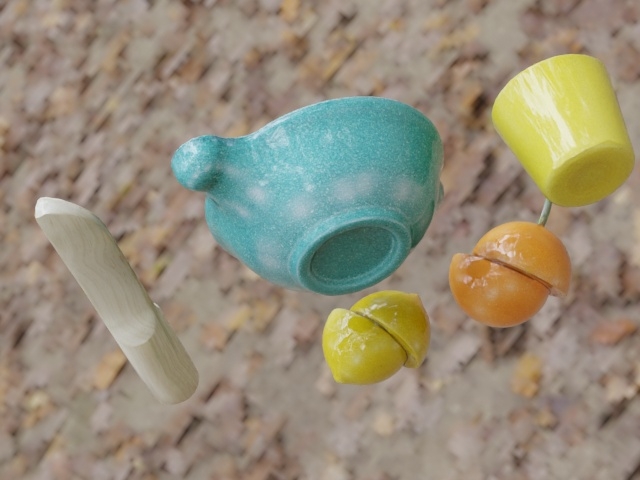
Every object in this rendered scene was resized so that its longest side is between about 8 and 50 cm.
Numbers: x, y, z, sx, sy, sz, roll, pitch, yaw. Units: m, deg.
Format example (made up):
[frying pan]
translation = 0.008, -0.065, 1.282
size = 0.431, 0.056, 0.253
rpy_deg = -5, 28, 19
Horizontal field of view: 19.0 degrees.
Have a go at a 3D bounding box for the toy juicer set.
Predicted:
[toy juicer set]
translation = 0.000, 0.000, 1.055
size = 0.209, 0.329, 0.089
rpy_deg = 99, 155, -50
